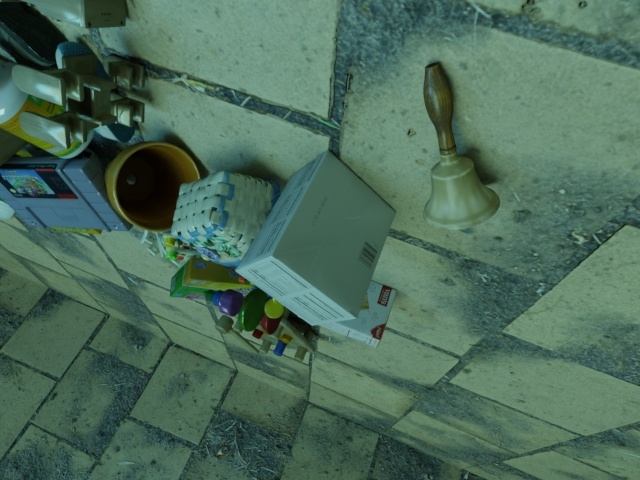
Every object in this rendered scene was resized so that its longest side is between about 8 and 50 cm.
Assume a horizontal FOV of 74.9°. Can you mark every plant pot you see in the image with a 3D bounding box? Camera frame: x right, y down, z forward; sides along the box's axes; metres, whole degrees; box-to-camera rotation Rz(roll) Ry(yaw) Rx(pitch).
[{"bbox_3d":[-0.425,-0.139,1.013,0.188,0.205,0.205,17,151,44],"label":"plant pot"}]

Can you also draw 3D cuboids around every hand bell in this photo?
[{"bbox_3d":[0.195,-0.148,0.644,0.126,0.126,0.242,1,130,35],"label":"hand bell"}]

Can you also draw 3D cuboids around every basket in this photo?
[{"bbox_3d":[-0.178,-0.037,0.977,0.254,0.201,0.289,-9,162,44],"label":"basket"}]

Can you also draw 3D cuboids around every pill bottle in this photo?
[{"bbox_3d":[-0.633,-0.290,0.900,0.136,0.136,0.245,10,168,24],"label":"pill bottle"}]

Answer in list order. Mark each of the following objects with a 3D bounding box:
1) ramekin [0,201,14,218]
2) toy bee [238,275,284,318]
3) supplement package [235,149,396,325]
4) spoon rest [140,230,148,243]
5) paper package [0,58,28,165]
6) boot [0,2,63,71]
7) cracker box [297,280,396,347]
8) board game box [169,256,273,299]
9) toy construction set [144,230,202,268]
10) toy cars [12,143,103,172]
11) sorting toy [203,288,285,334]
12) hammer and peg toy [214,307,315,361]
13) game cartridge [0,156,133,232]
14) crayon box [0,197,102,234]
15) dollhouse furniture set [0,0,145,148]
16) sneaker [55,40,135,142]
[{"bbox_3d":[-1.045,-0.168,1.396,0.109,0.207,0.207,34,149,-31],"label":"ramekin"},{"bbox_3d":[-0.125,0.089,1.111,0.162,0.195,0.298,5,149,9],"label":"toy bee"},{"bbox_3d":[0.000,0.000,0.825,0.204,0.262,0.145,39,146,-21],"label":"supplement package"},{"bbox_3d":[-0.656,-0.098,1.313,0.084,0.137,0.276,-43,123,16],"label":"spoon rest"},{"bbox_3d":[-0.873,-0.310,0.952,0.324,0.310,0.168,30,147,-5],"label":"paper package"},{"bbox_3d":[-0.636,-0.436,0.821,0.161,0.083,0.246,3,141,42],"label":"boot"},{"bbox_3d":[0.072,0.170,1.128,0.232,0.156,0.067,20,148,8],"label":"cracker box"},{"bbox_3d":[-0.271,0.131,1.277,0.316,0.064,0.242,9,158,-29],"label":"board game box"},{"bbox_3d":[-0.416,0.025,1.271,0.215,0.151,0.327,16,166,-35],"label":"toy construction set"},{"bbox_3d":[-0.774,-0.245,1.194,0.393,0.087,0.176,-3,156,33],"label":"toy cars"},{"bbox_3d":[-0.229,0.192,1.235,0.126,0.127,0.365,16,169,21],"label":"sorting toy"},{"bbox_3d":[-0.217,0.350,1.633,0.361,0.127,0.266,0,142,36],"label":"hammer and peg toy"},{"bbox_3d":[-0.701,-0.119,1.105,0.354,0.068,0.230,3,144,16],"label":"game cartridge"},{"bbox_3d":[-0.855,-0.106,1.359,0.203,0.083,0.323,6,160,14],"label":"crayon box"},{"bbox_3d":[-0.447,-0.317,0.742,0.161,0.212,0.242,20,122,6],"label":"dollhouse furniture set"},{"bbox_3d":[-0.496,-0.310,0.896,0.092,0.087,0.229,16,145,20],"label":"sneaker"}]
